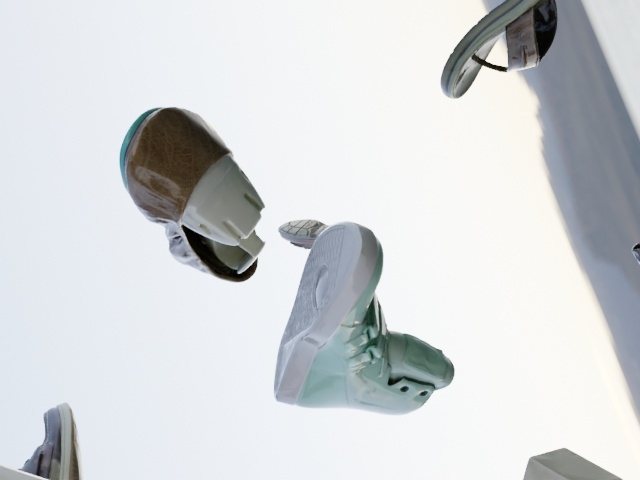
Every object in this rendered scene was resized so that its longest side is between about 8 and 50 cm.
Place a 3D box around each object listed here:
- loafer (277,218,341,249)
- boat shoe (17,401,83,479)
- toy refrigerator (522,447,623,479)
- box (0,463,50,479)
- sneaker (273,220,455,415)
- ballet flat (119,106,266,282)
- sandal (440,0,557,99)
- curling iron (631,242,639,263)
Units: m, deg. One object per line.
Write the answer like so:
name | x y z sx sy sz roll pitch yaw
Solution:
loafer | 0.000 0.000 1.748 0.045 0.125 0.039 -40 -58 -42
boat shoe | -0.345 0.313 1.771 0.285 0.092 0.103 -107 11 -52
toy refrigerator | 0.310 0.423 1.871 0.094 0.102 0.270 -4 -68 -45
box | -0.299 0.309 1.187 0.345 0.168 0.215 33 -170 -48
sneaker | 0.055 0.072 1.225 0.256 0.151 0.094 112 164 -55
ballet flat | -0.113 -0.030 1.440 0.124 0.116 0.342 35 165 14
sandal | 0.253 -0.261 1.713 0.086 0.303 0.120 50 -140 1
curling iron | 0.453 0.092 1.640 0.274 0.068 0.035 44 -129 -18
